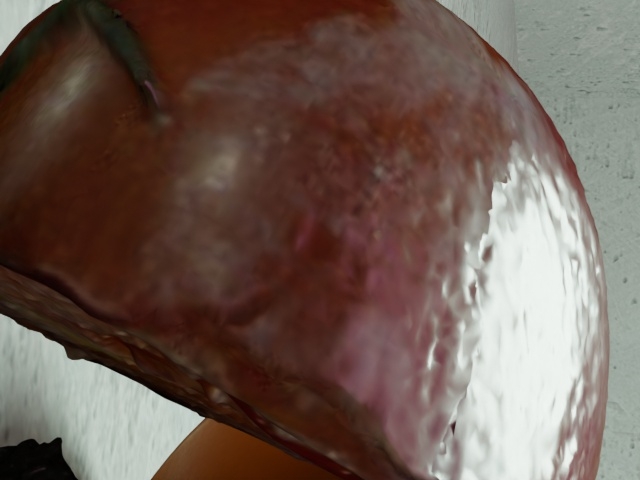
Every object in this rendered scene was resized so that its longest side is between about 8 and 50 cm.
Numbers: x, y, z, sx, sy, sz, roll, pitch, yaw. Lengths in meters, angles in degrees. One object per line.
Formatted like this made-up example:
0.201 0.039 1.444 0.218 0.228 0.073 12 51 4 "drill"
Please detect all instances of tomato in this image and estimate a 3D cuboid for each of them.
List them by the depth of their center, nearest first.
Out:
0.000 -0.006 0.669 0.170 0.309 0.309 -62 166 -4 "tomato"

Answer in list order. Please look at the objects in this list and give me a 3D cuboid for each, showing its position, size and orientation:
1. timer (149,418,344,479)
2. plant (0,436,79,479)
-0.013 0.189 0.870 0.257 0.161 0.250 -78 -166 -44 "timer"
-0.111 0.150 0.741 0.092 0.094 0.143 -92 173 -61 "plant"
